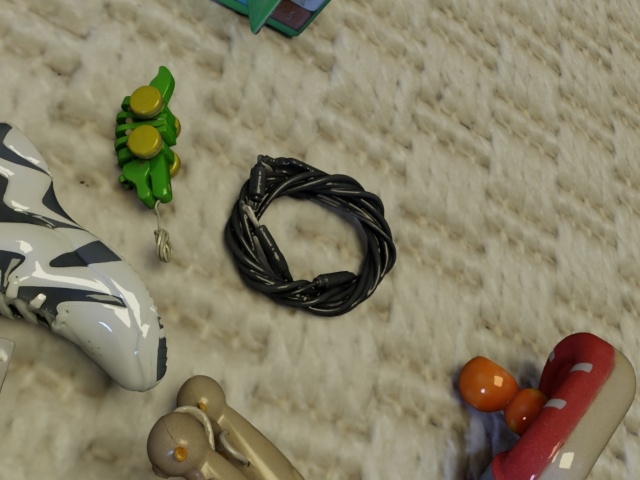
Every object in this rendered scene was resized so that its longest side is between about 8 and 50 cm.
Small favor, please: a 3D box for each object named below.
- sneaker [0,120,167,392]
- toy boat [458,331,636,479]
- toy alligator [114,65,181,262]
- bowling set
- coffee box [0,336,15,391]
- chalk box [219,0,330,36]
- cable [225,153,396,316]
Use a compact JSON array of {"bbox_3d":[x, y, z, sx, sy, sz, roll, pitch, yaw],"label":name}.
[{"bbox_3d":[-0.226,0.037,0.494,0.153,0.094,0.235,-35,91,-38],"label":"sneaker"},{"bbox_3d":[0.211,0.173,0.725,0.151,0.151,0.231,37,47,21],"label":"toy boat"},{"bbox_3d":[-0.155,-0.068,0.620,0.051,0.056,0.189,-6,69,8],"label":"toy alligator"},{"bbox_3d":[-0.106,0.214,0.449,0.200,0.287,0.154,-40,92,-7],"label":"bowling set"},{"bbox_3d":[-0.325,0.097,0.395,0.247,0.098,0.141,21,60,-26],"label":"coffee box"},{"bbox_3d":[-0.049,-0.352,0.732,0.179,0.180,0.289,21,58,-26],"label":"chalk box"},{"bbox_3d":[0.000,0.000,0.695,0.184,0.047,0.150,25,58,-24],"label":"cable"}]
